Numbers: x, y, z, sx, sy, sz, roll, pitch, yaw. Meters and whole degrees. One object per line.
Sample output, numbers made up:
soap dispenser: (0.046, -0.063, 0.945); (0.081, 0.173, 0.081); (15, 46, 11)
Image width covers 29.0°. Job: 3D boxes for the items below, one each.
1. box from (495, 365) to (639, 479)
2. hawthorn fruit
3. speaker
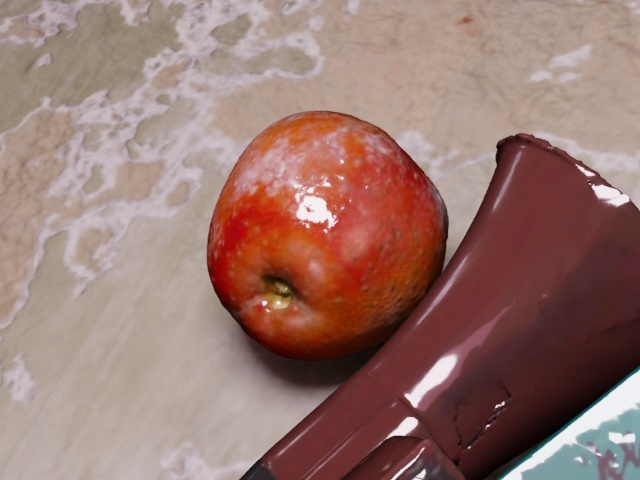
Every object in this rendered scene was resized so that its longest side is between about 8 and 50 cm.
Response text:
box: (0.131, 0.158, 0.617); (0.245, 0.153, 0.092); (-39, 66, -1)
hawthorn fruit: (0.000, 0.000, 0.879); (0.173, 0.173, 0.173); (-9, 50, 10)
speaker: (0.090, 0.113, 0.728); (0.329, 0.198, 0.259); (-44, 24, -14)
